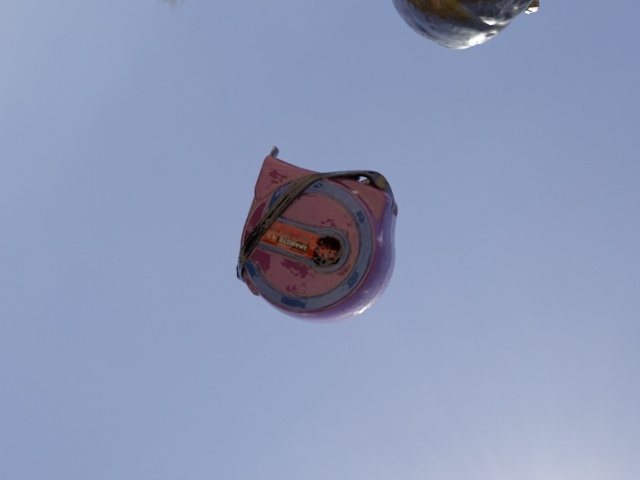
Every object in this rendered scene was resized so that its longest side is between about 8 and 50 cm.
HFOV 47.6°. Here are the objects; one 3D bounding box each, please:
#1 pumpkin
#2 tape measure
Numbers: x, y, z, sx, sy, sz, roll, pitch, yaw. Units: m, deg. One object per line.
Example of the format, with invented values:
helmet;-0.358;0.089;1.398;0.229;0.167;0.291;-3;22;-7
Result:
pumpkin;0.173;-0.298;0.754;0.219;0.162;0.219;-50;-162;23
tape measure;0.000;0.000;0.553;0.118;0.074;0.125;19;-92;22
